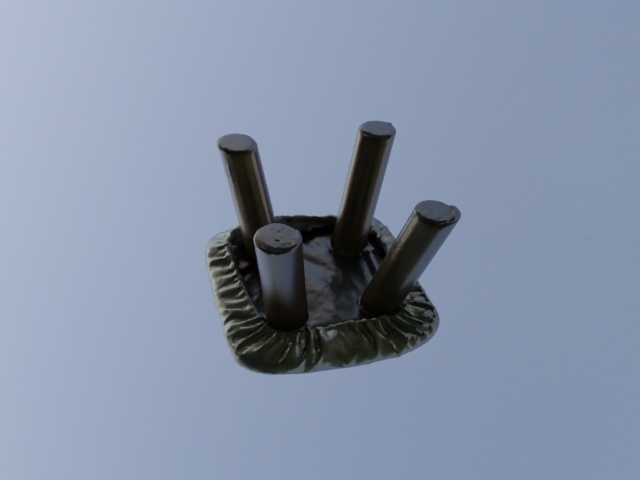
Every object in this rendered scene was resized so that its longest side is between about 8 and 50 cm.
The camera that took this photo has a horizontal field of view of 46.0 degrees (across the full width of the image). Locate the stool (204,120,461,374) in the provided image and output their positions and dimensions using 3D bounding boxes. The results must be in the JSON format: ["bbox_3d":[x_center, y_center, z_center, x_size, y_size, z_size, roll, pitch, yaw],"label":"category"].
[{"bbox_3d":[0.000,0.000,1.065,0.310,0.310,0.226,-9,-50,-16],"label":"stool"}]
